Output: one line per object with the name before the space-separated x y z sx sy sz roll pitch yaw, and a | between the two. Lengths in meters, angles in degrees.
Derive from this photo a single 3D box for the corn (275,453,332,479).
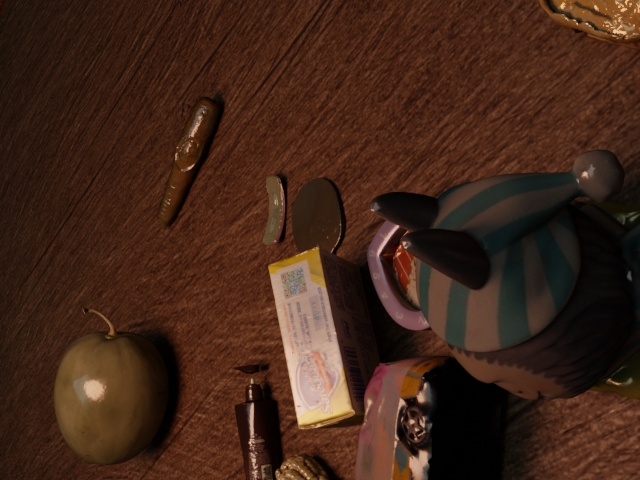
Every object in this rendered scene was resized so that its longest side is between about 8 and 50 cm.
corn | 0.008 0.437 1.220 0.211 0.087 0.087 29 107 40

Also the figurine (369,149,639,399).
figurine | 0.244 0.043 0.777 0.361 0.378 0.266 -27 66 45

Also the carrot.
carrot | -0.306 -0.164 1.648 0.070 0.070 0.342 48 121 40

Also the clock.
clock | 0.149 0.033 1.113 0.172 0.064 0.198 12 94 48

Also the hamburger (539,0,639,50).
hamburger | 0.371 -0.358 0.855 0.243 0.146 0.286 -27 72 50

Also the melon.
melon | -0.462 0.340 1.627 0.272 0.272 0.308 43 129 42

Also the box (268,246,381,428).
box | 0.017 0.160 1.160 0.097 0.168 0.265 -19 71 21

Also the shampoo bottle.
shampoo bottle | -0.121 0.352 1.376 0.067 0.068 0.236 -23 68 47

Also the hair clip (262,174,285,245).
hair clip | -0.091 -0.058 1.424 0.054 0.022 0.137 -4 83 49

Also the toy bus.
toy bus | 0.135 0.344 1.020 0.162 0.171 0.386 5 89 52

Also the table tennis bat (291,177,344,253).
table tennis bat | 0.000 0.000 1.321 0.131 0.022 0.234 -28 63 42
